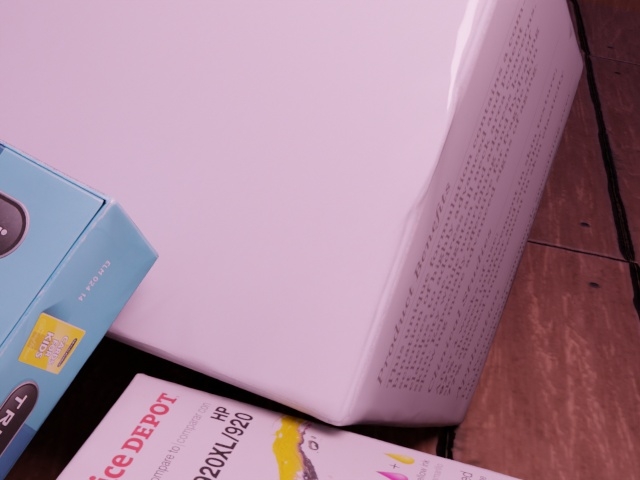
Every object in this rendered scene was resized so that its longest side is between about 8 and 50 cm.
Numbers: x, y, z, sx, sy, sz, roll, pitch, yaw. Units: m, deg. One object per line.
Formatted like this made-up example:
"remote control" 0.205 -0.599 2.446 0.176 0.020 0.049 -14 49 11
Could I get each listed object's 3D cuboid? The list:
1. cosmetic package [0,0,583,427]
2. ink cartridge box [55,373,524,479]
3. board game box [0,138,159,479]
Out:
"cosmetic package" -0.028 -0.072 0.936 0.328 0.329 0.394 19 -4 17
"ink cartridge box" -0.027 0.203 0.687 0.233 0.168 0.171 14 24 9
"board game box" -0.285 0.076 0.691 0.254 0.336 0.079 28 -15 23
